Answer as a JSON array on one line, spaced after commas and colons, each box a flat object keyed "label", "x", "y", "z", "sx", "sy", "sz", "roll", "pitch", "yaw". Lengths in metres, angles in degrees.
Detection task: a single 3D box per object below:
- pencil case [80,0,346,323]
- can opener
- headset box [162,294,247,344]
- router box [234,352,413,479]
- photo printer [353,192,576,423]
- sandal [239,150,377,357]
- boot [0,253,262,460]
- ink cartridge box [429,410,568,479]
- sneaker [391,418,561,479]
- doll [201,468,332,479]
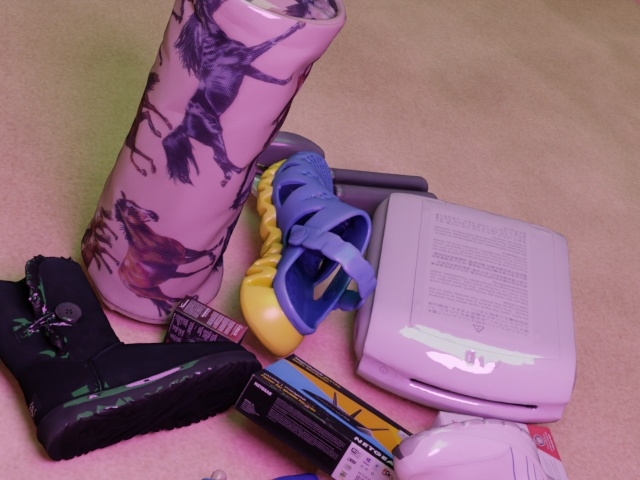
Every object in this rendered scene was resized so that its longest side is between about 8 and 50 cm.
[{"label": "pencil case", "x": -0.115, "y": -0.115, "z": 1.231, "sx": 0.160, "sy": 0.410, "sz": 0.183, "roll": 29, "pitch": 29, "yaw": 4}, {"label": "can opener", "x": 0.031, "y": -0.074, "z": 1.541, "sx": 0.280, "sy": 0.093, "sz": 0.074, "roll": 8, "pitch": 37, "yaw": -29}, {"label": "headset box", "x": -0.119, "y": 0.105, "z": 1.242, "sx": 0.083, "sy": 0.062, "sz": 0.032, "roll": 27, "pitch": 36, "yaw": 5}, {"label": "router box", "x": 0.015, "y": 0.188, "z": 1.187, "sx": 0.179, "sy": 0.046, "sz": 0.133, "roll": 33, "pitch": 12, "yaw": 11}, {"label": "photo printer", "x": 0.171, "y": 0.083, "z": 1.382, "sx": 0.256, "sy": 0.107, "sz": 0.307, "roll": 14, "pitch": 35, "yaw": -2}, {"label": "sandal", "x": 0.000, "y": 0.000, "z": 1.352, "sx": 0.126, "sy": 0.138, "sz": 0.317, "roll": 55, "pitch": 22, "yaw": -33}, {"label": "boot", "x": -0.205, "y": 0.094, "z": 1.178, "sx": 0.247, "sy": 0.094, "sz": 0.207, "roll": -14, "pitch": 54, "yaw": -33}, {"label": "ink cartridge box", "x": 0.184, "y": 0.241, "z": 1.246, "sx": 0.135, "sy": 0.056, "sz": 0.099, "roll": 11, "pitch": 36, "yaw": -17}, {"label": "sneaker", "x": 0.182, "y": 0.265, "z": 1.109, "sx": 0.297, "sy": 0.111, "sz": 0.129, "roll": 34, "pitch": 38, "yaw": -30}, {"label": "doll", "x": -0.059, "y": 0.262, "z": 1.090, "sx": 0.189, "sy": 0.046, "sz": 0.129, "roll": -7, "pitch": 45, "yaw": -36}]
